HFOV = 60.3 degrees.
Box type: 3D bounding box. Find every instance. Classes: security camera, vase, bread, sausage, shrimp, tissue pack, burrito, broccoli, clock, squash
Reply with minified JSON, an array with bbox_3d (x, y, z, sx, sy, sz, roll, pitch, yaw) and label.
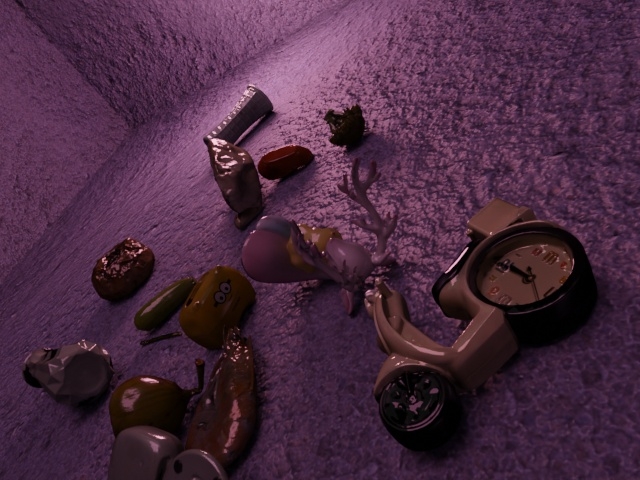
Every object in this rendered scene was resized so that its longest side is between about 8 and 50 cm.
[{"bbox_3d":[-0.240,0.407,0.915,0.301,0.080,0.157,3,82,37],"label":"security camera"},{"bbox_3d":[-0.684,0.348,1.469,0.360,0.165,0.165,-11,39,48],"label":"vase"},{"bbox_3d":[-0.654,0.091,1.813,0.230,0.123,0.230,-30,28,18],"label":"bread"},{"bbox_3d":[-0.111,-0.243,1.695,0.179,0.089,0.089,-21,32,12],"label":"sausage"},{"bbox_3d":[-0.188,0.292,1.043,0.168,0.077,0.317,-31,33,19],"label":"shrimp"},{"bbox_3d":[-0.239,0.145,1.252,0.123,0.127,0.178,-17,35,39],"label":"tissue pack"},{"bbox_3d":[-0.341,-0.480,2.246,0.299,0.143,0.143,-49,30,-13],"label":"vase"},{"bbox_3d":[-0.255,-0.186,1.697,0.135,0.190,0.332,-16,32,-8],"label":"burrito"},{"bbox_3d":[0.069,-0.331,1.575,0.131,0.120,0.130,-63,-4,26],"label":"broccoli"},{"bbox_3d":[0.208,0.105,0.817,0.379,0.120,0.276,-36,32,-5],"label":"clock"},{"bbox_3d":[-0.418,0.169,1.492,0.201,0.066,0.066,-40,28,-12],"label":"squash"}]

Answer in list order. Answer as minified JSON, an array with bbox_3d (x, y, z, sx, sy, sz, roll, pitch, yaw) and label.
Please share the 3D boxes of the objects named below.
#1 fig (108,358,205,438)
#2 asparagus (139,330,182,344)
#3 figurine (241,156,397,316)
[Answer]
[{"bbox_3d":[-0.327,0.330,1.106,0.186,0.148,0.142,-11,-3,-31],"label":"fig"},{"bbox_3d":[-0.412,0.251,1.419,0.166,0.013,0.016,-18,25,33],"label":"asparagus"},{"bbox_3d":[-0.004,0.013,1.039,0.315,0.284,0.206,2,49,35],"label":"figurine"}]
